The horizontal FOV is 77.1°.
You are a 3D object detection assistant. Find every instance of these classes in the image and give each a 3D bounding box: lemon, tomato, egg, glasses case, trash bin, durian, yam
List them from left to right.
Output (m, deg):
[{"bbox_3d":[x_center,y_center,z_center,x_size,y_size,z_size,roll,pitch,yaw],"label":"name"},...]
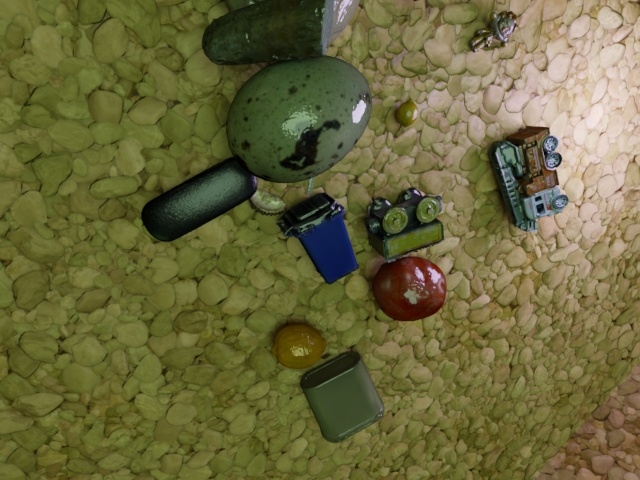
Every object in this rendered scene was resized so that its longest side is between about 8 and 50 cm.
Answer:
[{"bbox_3d":[-0.323,-0.111,1.084,0.321,0.082,0.122,-30,113,-5],"label":"glasses case"},{"bbox_3d":[-0.159,-0.104,1.153,0.131,0.052,0.066,24,101,-15],"label":"durian"},{"bbox_3d":[-0.116,-0.450,0.877,0.331,0.133,0.133,0,111,23],"label":"yam"},{"bbox_3d":[-0.064,0.335,1.271,0.187,0.142,0.142,2,106,-23],"label":"lemon"},{"bbox_3d":[-0.050,-0.302,1.001,0.379,0.288,0.287,-34,113,-15],"label":"egg"},{"bbox_3d":[0.000,0.000,1.183,0.184,0.162,0.234,-28,118,-6],"label":"trash bin"},{"bbox_3d":[0.078,0.539,1.391,0.244,0.121,0.247,-24,110,-8],"label":"trash bin"},{"bbox_3d":[0.258,-0.377,1.191,0.062,0.062,0.083,5,105,-18],"label":"lemon"},{"bbox_3d":[0.278,0.163,1.280,0.232,0.188,0.231,0,141,0],"label":"tomato"}]

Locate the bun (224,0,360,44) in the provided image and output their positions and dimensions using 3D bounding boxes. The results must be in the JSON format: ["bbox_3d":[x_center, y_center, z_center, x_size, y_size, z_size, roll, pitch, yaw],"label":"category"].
[{"bbox_3d":[-0.060,-0.629,0.933,0.366,0.219,0.364,-3,107,-12],"label":"bun"}]

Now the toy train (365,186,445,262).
[{"bbox_3d":[0.264,-0.056,1.259,0.261,0.134,0.177,-18,118,-11],"label":"toy train"}]

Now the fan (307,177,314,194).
[{"bbox_3d":[0.005,-0.291,1.169,0.191,0.009,0.328,12,102,-20],"label":"fan"}]

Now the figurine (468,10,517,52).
[{"bbox_3d":[0.518,-0.616,1.200,0.101,0.068,0.143,29,109,-19],"label":"figurine"}]

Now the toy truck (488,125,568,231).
[{"bbox_3d":[0.691,-0.195,1.347,0.185,0.133,0.338,-21,109,1],"label":"toy truck"}]
